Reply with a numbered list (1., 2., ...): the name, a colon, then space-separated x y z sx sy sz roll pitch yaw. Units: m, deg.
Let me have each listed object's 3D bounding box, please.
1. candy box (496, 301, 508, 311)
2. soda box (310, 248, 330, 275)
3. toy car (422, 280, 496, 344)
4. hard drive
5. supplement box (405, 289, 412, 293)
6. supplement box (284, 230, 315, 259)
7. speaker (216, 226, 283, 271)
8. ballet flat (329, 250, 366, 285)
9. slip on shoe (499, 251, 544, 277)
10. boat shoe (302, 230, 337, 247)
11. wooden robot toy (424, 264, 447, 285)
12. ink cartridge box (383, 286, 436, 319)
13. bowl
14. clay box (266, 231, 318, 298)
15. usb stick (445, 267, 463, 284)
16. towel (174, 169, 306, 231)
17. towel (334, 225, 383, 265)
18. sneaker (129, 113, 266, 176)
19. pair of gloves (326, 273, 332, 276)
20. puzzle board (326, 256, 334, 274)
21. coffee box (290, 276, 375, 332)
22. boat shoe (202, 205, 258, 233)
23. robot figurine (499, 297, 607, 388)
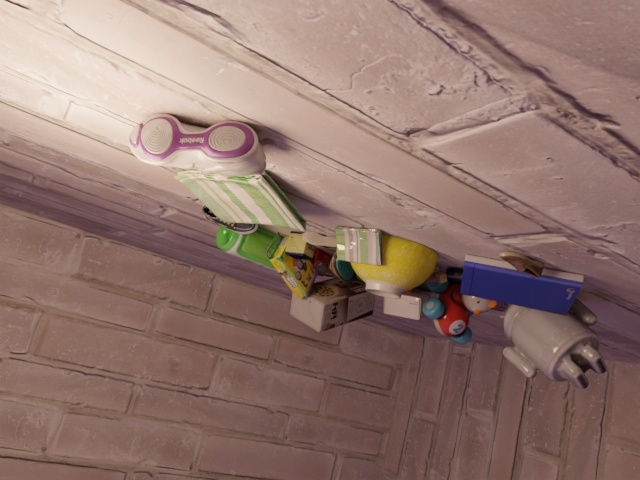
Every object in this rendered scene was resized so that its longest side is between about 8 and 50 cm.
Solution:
1. candy box: 0.616 0.223 2.008 0.186 0.053 0.109 12 167 15
2. soda box: -0.096 0.078 2.078 0.263 0.092 0.083 4 162 37
3. toy car: 0.516 0.220 1.818 0.238 0.210 0.219 -20 129 42
4. hard drive: 0.588 0.134 1.578 0.318 0.040 0.210 11 151 17
5. supplement box: 0.257 0.159 2.074 0.078 0.080 0.233 26 165 -34
6. supplement box: -0.066 0.017 1.806 0.083 0.083 0.056 5 164 37
7. speaker: -0.225 0.022 1.904 0.296 0.131 0.131 25 164 -39
8. ballet flat: 0.098 0.104 1.967 0.106 0.107 0.316 14 168 36
9. slip on shoe: 0.546 0.066 1.433 0.135 0.041 0.051 19 167 -19
10. boat shoe: 0.000 0.000 1.755 0.125 0.046 0.038 7 163 -6
11. wooden robot toy: 0.383 0.109 1.785 0.079 0.076 0.173 -13 180 -22
12. ink cartridge box: 0.373 0.249 2.144 0.160 0.093 0.219 6 -172 33
13. bowl: 0.215 0.095 1.672 0.289 0.156 0.289 14 167 3
14. clay box: -0.099 0.083 1.875 0.053 0.127 0.222 -15 122 31
15. usb stick: 0.544 0.130 1.709 0.278 0.045 0.077 7 155 29
16. towel: -0.214 -0.107 1.425 0.325 0.038 0.248 5 151 36
17. towel: 0.112 0.017 1.570 0.152 0.113 0.023 6 -161 31
18. sneaker: -0.256 -0.180 1.101 0.305 0.114 0.152 11 166 17
19. pair of gloves: 0.014 0.117 2.243 0.204 0.042 0.240 2 163 46
20. puzzle board: 0.054 0.102 2.114 0.128 0.011 0.096 17 136 -16
21. coffee box: 0.053 0.235 2.011 0.297 0.119 0.168 -10 -156 -43
22. boat shoe: -0.299 -0.069 1.733 0.183 0.065 0.083 14 169 5
23. robot figurine: 0.731 0.304 1.682 0.200 0.300 0.353 50 180 -39
